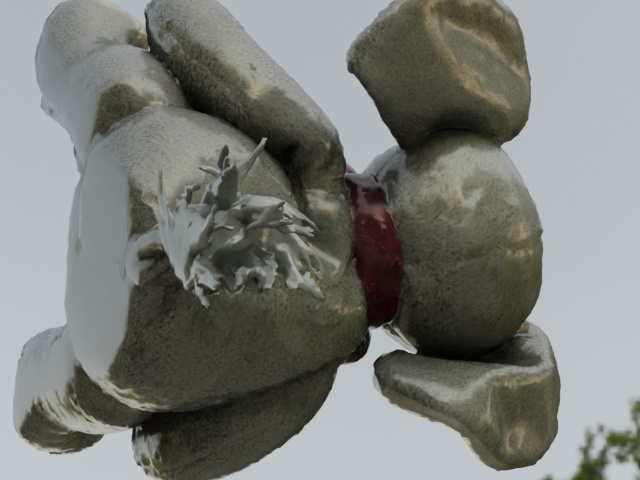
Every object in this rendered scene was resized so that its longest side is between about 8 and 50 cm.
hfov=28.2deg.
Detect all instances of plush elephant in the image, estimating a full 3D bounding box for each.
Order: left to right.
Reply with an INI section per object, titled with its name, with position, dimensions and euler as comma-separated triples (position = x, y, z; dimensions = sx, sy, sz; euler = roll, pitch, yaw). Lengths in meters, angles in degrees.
[plush elephant]
position = 0.000, 0.000, 0.687
dimensions = 0.255, 0.271, 0.330
euler = 2, 0, -28
